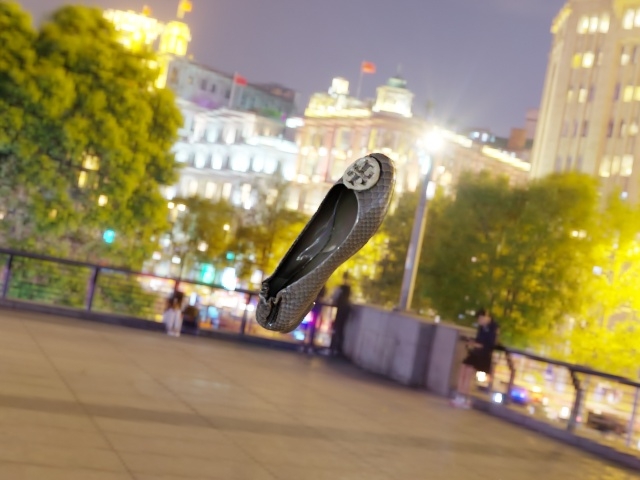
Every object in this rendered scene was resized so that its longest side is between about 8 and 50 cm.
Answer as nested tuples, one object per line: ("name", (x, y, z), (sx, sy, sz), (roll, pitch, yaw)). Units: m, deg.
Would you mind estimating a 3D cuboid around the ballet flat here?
("ballet flat", (0.000, 0.000, 1.045), (0.058, 0.250, 0.084), (29, 10, -41))
